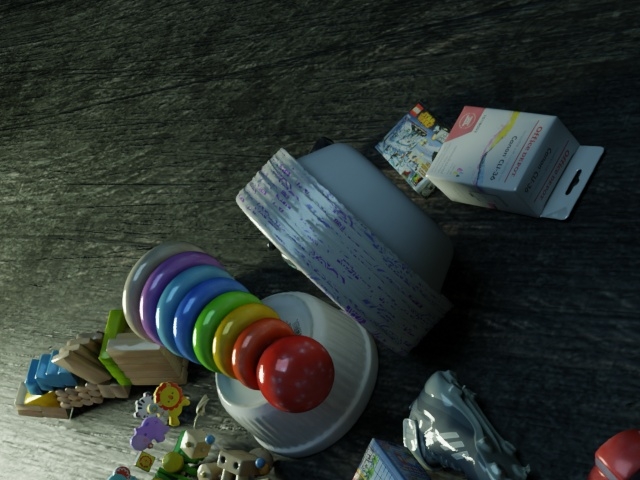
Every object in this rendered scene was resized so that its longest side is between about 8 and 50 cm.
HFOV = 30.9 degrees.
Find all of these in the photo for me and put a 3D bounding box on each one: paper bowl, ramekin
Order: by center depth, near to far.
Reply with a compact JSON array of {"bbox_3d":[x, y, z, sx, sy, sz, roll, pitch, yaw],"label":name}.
[{"bbox_3d":[0.047,-0.006,1.397,0.148,0.284,0.284,-46,38,3],"label":"paper bowl"},{"bbox_3d":[-0.039,0.163,1.487,0.207,0.109,0.207,-27,43,28],"label":"ramekin"}]

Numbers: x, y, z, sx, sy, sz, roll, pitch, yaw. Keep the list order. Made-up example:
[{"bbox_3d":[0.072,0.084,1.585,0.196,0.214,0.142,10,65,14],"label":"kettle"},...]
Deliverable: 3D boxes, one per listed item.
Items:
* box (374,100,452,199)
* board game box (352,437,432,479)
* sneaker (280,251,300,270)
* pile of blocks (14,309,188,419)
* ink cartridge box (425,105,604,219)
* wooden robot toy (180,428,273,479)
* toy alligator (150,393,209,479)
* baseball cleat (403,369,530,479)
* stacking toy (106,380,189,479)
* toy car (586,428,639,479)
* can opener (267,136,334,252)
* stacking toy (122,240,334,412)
[{"bbox_3d":[0.142,-0.127,1.610,0.094,0.027,0.137,-46,38,8],"label":"box"},{"bbox_3d":[0.090,0.340,1.220,0.194,0.060,0.194,28,95,53],"label":"board game box"},{"bbox_3d":[0.000,0.000,1.608,0.166,0.076,0.065,-6,55,42],"label":"sneaker"},{"bbox_3d":[-0.347,0.170,1.756,0.362,0.149,0.112,-21,47,33],"label":"pile of blocks"},{"bbox_3d":[0.243,-0.099,1.455,0.198,0.067,0.115,15,70,49],"label":"ink cartridge box"},{"bbox_3d":[-0.097,0.291,1.473,0.173,0.079,0.076,16,99,41],"label":"wooden robot toy"},{"bbox_3d":[-0.183,0.302,1.568,0.051,0.056,0.189,29,77,9],"label":"toy alligator"},{"bbox_3d":[0.156,0.237,1.279,0.109,0.072,0.206,-53,31,19],"label":"baseball cleat"},{"bbox_3d":[-0.255,0.300,1.574,0.221,0.052,0.167,-65,9,-17],"label":"stacking toy"},{"bbox_3d":[0.356,0.146,1.151,0.239,0.053,0.225,-24,45,29],"label":"toy car"},{"bbox_3d":[-0.028,-0.066,1.708,0.059,0.073,0.186,27,89,44],"label":"can opener"},{"bbox_3d":[-0.104,0.111,1.408,0.330,0.141,0.141,25,78,47],"label":"stacking toy"}]
